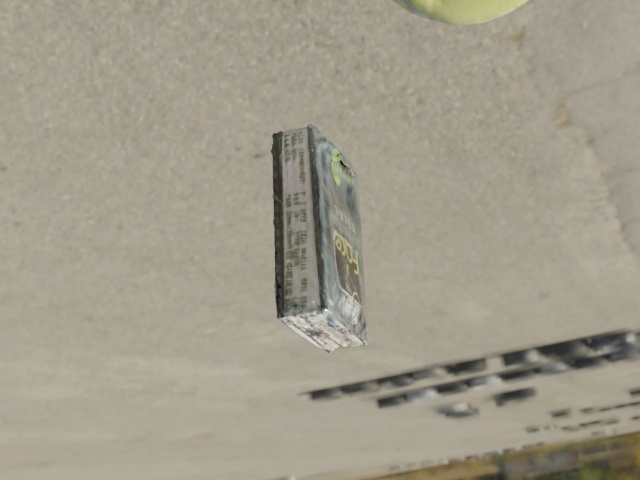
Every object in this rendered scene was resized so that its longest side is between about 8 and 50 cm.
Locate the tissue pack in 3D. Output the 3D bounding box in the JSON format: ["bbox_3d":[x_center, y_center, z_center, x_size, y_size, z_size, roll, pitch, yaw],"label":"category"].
[{"bbox_3d":[0.000,0.000,1.302,0.073,0.236,0.173,-10,158,17],"label":"tissue pack"}]

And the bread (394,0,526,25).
[{"bbox_3d":[0.197,-0.485,1.648,0.320,0.237,0.321,-2,134,-2],"label":"bread"}]
